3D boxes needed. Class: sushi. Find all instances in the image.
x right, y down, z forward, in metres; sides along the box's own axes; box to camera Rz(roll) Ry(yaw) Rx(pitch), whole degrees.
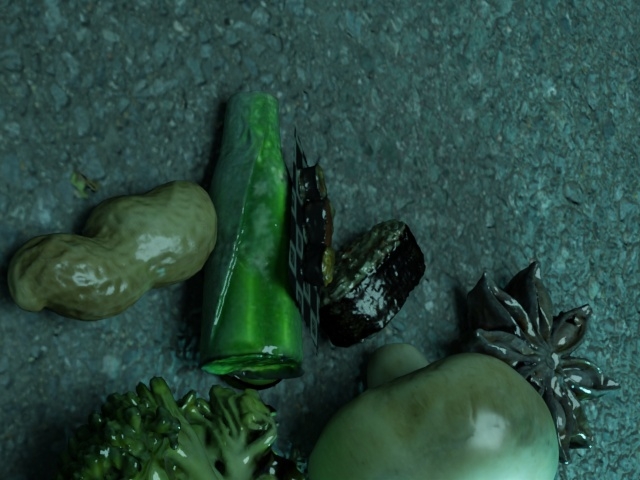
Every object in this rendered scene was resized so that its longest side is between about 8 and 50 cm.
[{"bbox_3d":[0.000,0.000,1.551,0.139,0.031,0.201,71,16,-52],"label":"sushi"},{"bbox_3d":[0.052,0.042,1.645,0.150,0.090,0.078,-47,111,-32],"label":"sushi"}]

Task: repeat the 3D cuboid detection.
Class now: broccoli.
[{"bbox_3d":[-0.127,0.302,1.383,0.334,0.272,0.324,-14,134,-48],"label":"broccoli"}]

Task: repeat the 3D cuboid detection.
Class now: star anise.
[{"bbox_3d":[0.237,0.152,1.788,0.223,0.109,0.236,-6,73,-49],"label":"star anise"}]

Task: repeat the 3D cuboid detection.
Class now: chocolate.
[{"bbox_3d":[-0.069,-0.010,1.532,0.110,0.110,0.291,16,65,-40],"label":"chocolate"}]

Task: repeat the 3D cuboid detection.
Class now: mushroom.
[{"bbox_3d":[0.111,0.203,1.606,0.260,0.254,0.234,14,38,-39],"label":"mushroom"}]

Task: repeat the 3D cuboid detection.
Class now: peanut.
[{"bbox_3d":[-0.190,0.014,1.436,0.228,0.086,0.104,-30,86,-38],"label":"peanut"}]

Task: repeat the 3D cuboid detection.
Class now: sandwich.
[{"bbox_3d":[-0.063,0.118,1.578,0.069,0.026,0.101,53,52,-19],"label":"sandwich"}]
